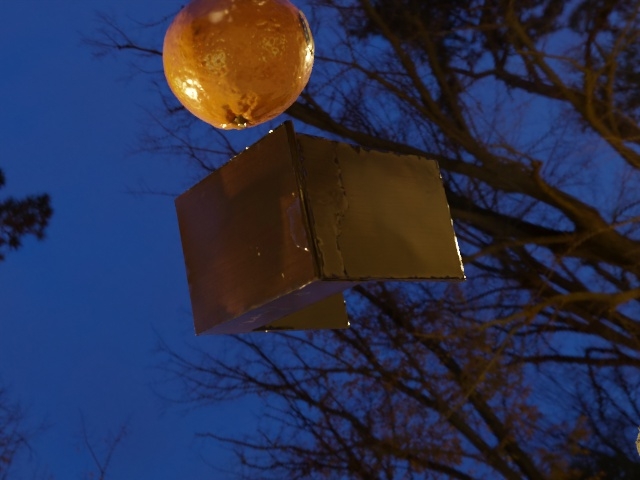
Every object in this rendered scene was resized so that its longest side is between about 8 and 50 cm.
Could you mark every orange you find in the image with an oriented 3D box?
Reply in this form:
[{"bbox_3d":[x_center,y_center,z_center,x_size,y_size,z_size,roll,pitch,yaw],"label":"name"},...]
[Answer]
[{"bbox_3d":[-0.092,-0.209,0.867,0.177,0.177,0.155,-21,-81,-25],"label":"orange"}]

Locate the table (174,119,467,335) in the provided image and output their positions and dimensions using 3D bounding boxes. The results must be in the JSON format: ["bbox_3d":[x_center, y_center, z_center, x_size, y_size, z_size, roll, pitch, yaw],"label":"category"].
[{"bbox_3d":[0.000,0.000,1.008,0.281,0.250,0.196,4,-113,-43],"label":"table"}]

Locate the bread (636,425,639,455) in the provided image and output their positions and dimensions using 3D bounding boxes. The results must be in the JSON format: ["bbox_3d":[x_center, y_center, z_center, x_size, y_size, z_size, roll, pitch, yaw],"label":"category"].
[{"bbox_3d":[0.446,0.240,0.864,0.094,0.157,0.083,50,-142,-43],"label":"bread"}]
